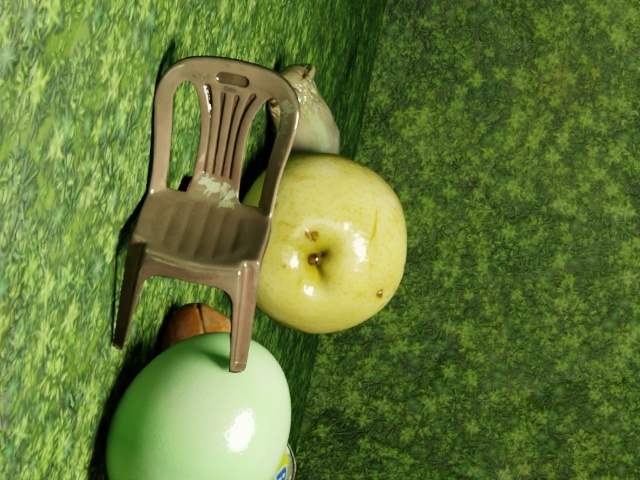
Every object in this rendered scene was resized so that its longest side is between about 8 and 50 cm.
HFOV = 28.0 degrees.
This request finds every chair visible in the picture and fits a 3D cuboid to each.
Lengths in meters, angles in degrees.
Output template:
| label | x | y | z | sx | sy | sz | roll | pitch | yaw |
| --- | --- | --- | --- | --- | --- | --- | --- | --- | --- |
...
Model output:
| label | x | y | z | sx | sy | sz | roll | pitch | yaw |
| --- | --- | --- | --- | --- | --- | --- | --- | --- | --- |
| chair | -0.135 | -0.032 | 1.528 | 0.183 | 0.175 | 0.326 | -81 | -178 | -53 |

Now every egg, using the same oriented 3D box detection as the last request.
| label | x | y | z | sx | sy | sz | roll | pitch | yaw |
| --- | --- | --- | --- | --- | --- | --- | --- | --- | --- |
| egg | -0.152 | 0.245 | 1.635 | 0.270 | 0.220 | 0.220 | -53 | 166 | -13 |

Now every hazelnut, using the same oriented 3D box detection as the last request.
| label | x | y | z | sx | sy | sz | roll | pitch | yaw |
| --- | --- | --- | --- | --- | --- | --- | --- | --- | --- |
| hazelnut | -0.171 | 0.164 | 1.814 | 0.150 | 0.150 | 0.150 | 13 | 90 | -82 |

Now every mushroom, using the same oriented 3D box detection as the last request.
| label | x | y | z | sx | sy | sz | roll | pitch | yaw |
| --- | --- | --- | --- | --- | --- | --- | --- | --- | --- |
| mushroom | -0.027 | -0.169 | 2.284 | 0.397 | 0.126 | 0.177 | 81 | 5 | -71 |

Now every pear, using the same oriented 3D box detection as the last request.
| label | x | y | z | sx | sy | sz | roll | pitch | yaw |
| --- | --- | --- | --- | --- | --- | --- | --- | --- | --- |
| pear | 0.000 | 0.000 | 2.124 | 0.309 | 0.309 | 0.309 | 13 | 90 | -82 |

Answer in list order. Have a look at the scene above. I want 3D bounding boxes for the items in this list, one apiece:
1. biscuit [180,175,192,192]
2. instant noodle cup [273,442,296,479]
| label | x | y | z | sx | sy | sz | roll | pitch | yaw |
| --- | --- | --- | --- | --- | --- | --- | --- | --- | --- |
| biscuit | -0.176 | -0.045 | 1.744 | 0.089 | 0.027 | 0.087 | 16 | 87 | -82 |
| instant noodle cup | -0.161 | 0.373 | 1.982 | 0.153 | 0.205 | 0.205 | -56 | 159 | -46 |
